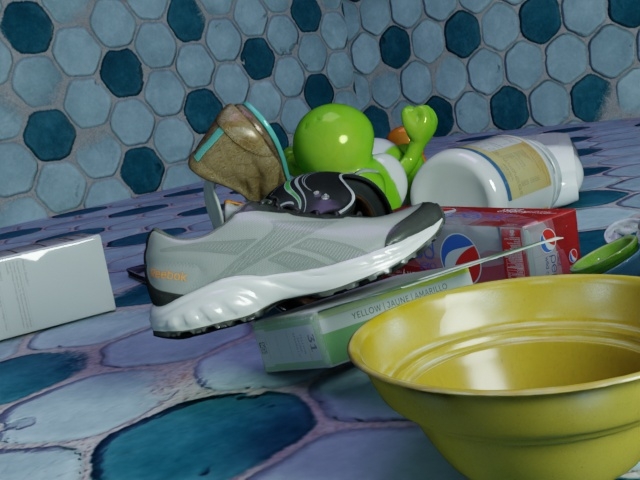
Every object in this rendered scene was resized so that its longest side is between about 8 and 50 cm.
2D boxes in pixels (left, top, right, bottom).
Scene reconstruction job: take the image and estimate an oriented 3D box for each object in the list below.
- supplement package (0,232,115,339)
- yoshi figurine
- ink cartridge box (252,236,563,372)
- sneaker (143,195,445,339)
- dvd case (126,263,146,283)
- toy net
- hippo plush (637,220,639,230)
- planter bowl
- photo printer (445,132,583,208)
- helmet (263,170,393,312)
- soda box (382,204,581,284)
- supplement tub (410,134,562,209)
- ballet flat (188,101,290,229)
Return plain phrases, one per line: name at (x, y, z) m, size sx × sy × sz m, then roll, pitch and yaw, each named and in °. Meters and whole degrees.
supplement package at (-0.379, 0.059, 1.073) m, size 0.179 × 0.105 × 0.105 m, roll -14°, pitch 9°, yaw -30°
yoshi figurine at (0.057, -0.124, 1.172) m, size 0.203 × 0.203 × 0.362 m, roll 25°, pitch 14°, yaw 6°
ink cartridge box at (0.069, 0.058, 0.682) m, size 0.171 × 0.056 × 0.235 m, roll -15°, pitch -1°, yaw -32°
sneaker at (-0.021, 0.004, 0.698) m, size 0.272 × 0.107 × 0.100 m, roll -15°, pitch -5°, yaw -10°
dvd case at (-0.193, 0.041, 1.258) m, size 0.165 × 0.018 × 0.221 m, roll -14°, pitch 11°, yaw -27°
toy net at (0.322, 0.002, 0.824) m, size 0.122 × 0.045 × 0.232 m, roll -32°, pitch -1°, yaw 21°
hippo plush at (0.377, -0.043, 0.556) m, size 0.237 × 0.294 × 0.234 m, roll -22°, pitch -7°, yaw -24°
planter bowl at (0.130, 0.090, 0.485) m, size 0.217 × 0.090 × 0.217 m, roll -10°, pitch 10°, yaw 2°
photo printer at (0.321, -0.114, 1.407) m, size 0.256 × 0.107 × 0.307 m, roll -6°, pitch 11°, yaw 16°
helmet at (0.000, 0.000, 0.914) m, size 0.170 × 0.169 × 0.161 m, roll -8°, pitch 24°, yaw 6°
soda box at (0.162, 0.009, 0.929) m, size 0.092 × 0.083 × 0.263 m, roll -16°, pitch 13°, yaw -35°
supplement tub at (0.236, -0.069, 1.130) m, size 0.144 × 0.144 × 0.200 m, roll 0°, pitch 13°, yaw 42°
ballet flat at (-0.074, -0.036, 1.032) m, size 0.124 × 0.116 × 0.342 m, roll -39°, pitch -31°, yaw -4°
